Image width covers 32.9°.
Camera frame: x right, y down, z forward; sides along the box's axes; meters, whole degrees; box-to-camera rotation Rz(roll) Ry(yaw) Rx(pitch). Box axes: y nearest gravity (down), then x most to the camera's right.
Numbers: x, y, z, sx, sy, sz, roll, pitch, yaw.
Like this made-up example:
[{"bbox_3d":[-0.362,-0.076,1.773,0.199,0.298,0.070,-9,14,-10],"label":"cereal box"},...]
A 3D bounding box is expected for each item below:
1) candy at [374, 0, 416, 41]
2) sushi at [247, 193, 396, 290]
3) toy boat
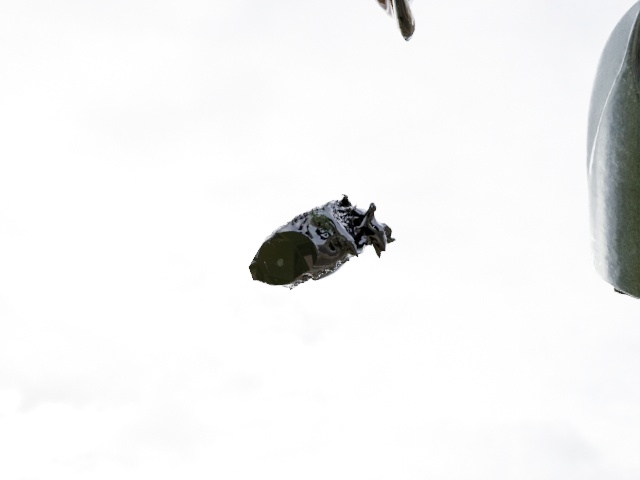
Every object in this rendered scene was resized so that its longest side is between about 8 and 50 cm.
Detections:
[{"bbox_3d":[0.024,-0.223,0.672,0.101,0.271,0.143,-15,-64,3],"label":"candy"},{"bbox_3d":[0.000,0.000,0.801,0.084,0.056,0.083,-23,-4,38],"label":"sushi"},{"bbox_3d":[0.314,-0.078,1.009,0.092,0.141,0.320,-26,-59,-26],"label":"toy boat"}]
